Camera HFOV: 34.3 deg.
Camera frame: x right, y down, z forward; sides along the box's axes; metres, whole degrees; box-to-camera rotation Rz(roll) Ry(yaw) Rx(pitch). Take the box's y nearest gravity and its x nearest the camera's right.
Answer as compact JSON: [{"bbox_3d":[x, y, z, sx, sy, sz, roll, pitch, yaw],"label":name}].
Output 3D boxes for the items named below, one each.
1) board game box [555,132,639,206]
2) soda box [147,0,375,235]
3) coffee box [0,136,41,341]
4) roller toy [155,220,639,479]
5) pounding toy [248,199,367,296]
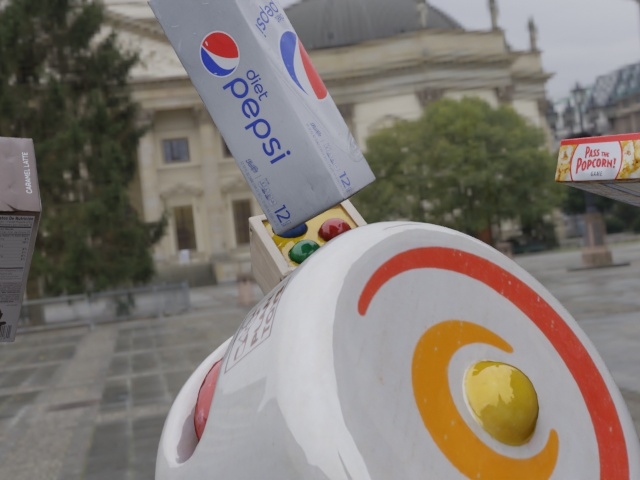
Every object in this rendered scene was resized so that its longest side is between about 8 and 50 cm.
[{"bbox_3d":[0.338,-0.061,0.950,0.146,0.045,0.193,12,-5,-32],"label":"board game box"},{"bbox_3d":[-0.060,-0.158,1.103,0.098,0.286,0.091,-28,3,30],"label":"soda box"},{"bbox_3d":[-0.431,0.002,1.338,0.098,0.141,0.247,2,-46,-25],"label":"coffee box"},{"bbox_3d":[0.037,0.096,0.450,0.209,0.191,0.146,-5,-29,-41],"label":"roller toy"},{"bbox_3d":[0.007,-0.005,1.253,0.181,0.094,0.206,-13,36,-17],"label":"pounding toy"}]
